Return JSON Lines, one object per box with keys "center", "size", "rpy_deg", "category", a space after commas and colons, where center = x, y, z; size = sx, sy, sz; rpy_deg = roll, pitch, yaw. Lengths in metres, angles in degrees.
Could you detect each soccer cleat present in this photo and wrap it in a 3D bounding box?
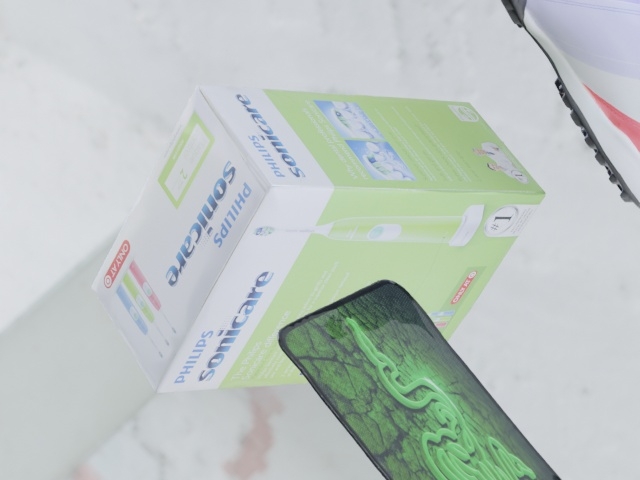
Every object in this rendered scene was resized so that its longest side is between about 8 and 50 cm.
{"center": [0.195, -0.174, 1.378], "size": [0.318, 0.116, 0.108], "rpy_deg": [56, 10, -19], "category": "soccer cleat"}

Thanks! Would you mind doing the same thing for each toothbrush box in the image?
{"center": [0.000, 0.000, 1.488], "size": [0.122, 0.283, 0.206], "rpy_deg": [53, -52, 33], "category": "toothbrush box"}

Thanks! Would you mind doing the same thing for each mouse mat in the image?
{"center": [0.067, 0.110, 1.181], "size": [0.189, 0.152, 0.007], "rpy_deg": [51, -58, 9], "category": "mouse mat"}
